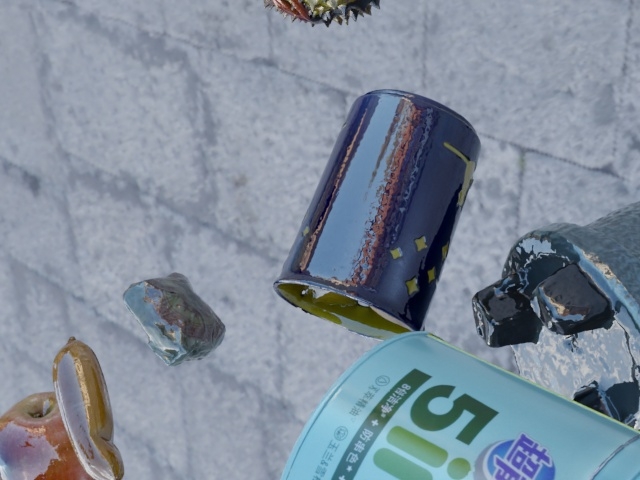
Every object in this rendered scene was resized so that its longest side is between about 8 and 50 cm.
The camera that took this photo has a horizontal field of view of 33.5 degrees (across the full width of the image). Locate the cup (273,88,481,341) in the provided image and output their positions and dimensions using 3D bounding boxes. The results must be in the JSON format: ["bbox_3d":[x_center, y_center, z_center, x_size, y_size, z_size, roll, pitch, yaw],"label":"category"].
[{"bbox_3d":[0.068,-0.019,1.265,0.178,0.256,0.255,22,163,-2],"label":"cup"}]

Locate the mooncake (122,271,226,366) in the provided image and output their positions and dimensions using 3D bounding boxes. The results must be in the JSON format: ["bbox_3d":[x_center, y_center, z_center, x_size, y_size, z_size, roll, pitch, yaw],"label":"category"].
[{"bbox_3d":[-0.192,0.101,1.418,0.073,0.125,0.130,-44,77,14],"label":"mooncake"}]

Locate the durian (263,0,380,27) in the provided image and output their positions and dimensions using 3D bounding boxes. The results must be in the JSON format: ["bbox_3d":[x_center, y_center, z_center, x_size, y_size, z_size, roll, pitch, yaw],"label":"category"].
[{"bbox_3d":[0.021,-0.507,1.657,0.347,0.348,0.384,55,132,12],"label":"durian"}]

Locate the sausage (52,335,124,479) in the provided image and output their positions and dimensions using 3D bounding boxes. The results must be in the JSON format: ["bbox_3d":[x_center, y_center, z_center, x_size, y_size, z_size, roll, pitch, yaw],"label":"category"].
[{"bbox_3d":[-0.244,0.179,1.108,0.062,0.054,0.183,72,176,-61],"label":"sausage"}]

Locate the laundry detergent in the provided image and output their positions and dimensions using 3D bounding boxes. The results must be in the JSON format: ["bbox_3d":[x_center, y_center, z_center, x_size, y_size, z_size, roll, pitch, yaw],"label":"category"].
[{"bbox_3d":[0.160,0.263,0.915,0.305,0.287,0.287,22,127,37],"label":"laundry detergent"}]

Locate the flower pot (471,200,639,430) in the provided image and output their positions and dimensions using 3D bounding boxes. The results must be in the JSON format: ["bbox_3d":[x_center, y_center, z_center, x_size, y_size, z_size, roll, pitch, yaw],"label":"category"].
[{"bbox_3d":[0.344,0.116,1.276,0.299,0.283,0.299,42,143,43],"label":"flower pot"}]

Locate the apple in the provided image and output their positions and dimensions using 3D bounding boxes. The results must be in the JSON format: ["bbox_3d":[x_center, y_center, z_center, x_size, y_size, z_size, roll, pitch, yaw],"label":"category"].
[{"bbox_3d":[-0.418,0.330,1.658,0.199,0.199,0.199,28,130,39],"label":"apple"}]
